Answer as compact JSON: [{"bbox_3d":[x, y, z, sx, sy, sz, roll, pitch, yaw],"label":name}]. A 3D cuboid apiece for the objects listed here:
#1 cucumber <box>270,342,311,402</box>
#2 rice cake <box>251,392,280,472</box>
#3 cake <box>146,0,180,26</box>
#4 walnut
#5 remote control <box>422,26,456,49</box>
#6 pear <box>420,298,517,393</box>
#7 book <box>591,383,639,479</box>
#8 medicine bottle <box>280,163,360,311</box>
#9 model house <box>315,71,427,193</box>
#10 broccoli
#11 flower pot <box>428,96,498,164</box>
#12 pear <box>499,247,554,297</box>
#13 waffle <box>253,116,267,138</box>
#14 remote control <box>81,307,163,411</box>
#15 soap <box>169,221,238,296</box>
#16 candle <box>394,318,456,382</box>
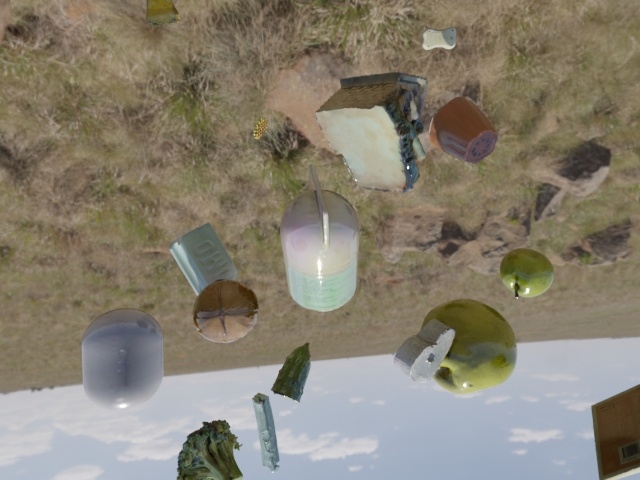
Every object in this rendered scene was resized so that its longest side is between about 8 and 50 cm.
[{"bbox_3d":[-0.100,0.533,1.732,0.134,0.245,0.134,20,156,9],"label":"cucumber"},{"bbox_3d":[-0.216,0.775,1.687,0.066,0.337,0.063,1,-164,39],"label":"rice cake"},{"bbox_3d":[-0.524,-0.743,1.306,0.116,0.185,0.079,-35,-168,-21],"label":"cake"},{"bbox_3d":[-0.240,0.177,1.072,0.167,0.168,0.207,-3,174,-9],"label":"walnut"},{"bbox_3d":[0.431,-0.733,1.527,0.122,0.075,0.032,-3,-157,-5],"label":"remote control"},{"bbox_3d":[0.452,0.316,1.291,0.293,0.295,0.294,-5,165,-1],"label":"pear"},{"bbox_3d":[0.713,0.438,0.974,0.170,0.018,0.241,-52,173,36],"label":"book"},{"bbox_3d":[0.000,0.000,1.255,0.235,0.236,0.407,-5,135,-1],"label":"medicine bottle"},{"bbox_3d":[0.292,-0.493,1.782,0.394,0.400,0.446,8,142,43],"label":"model house"},{"bbox_3d":[-0.382,0.778,1.486,0.243,0.247,0.262,25,-147,36],"label":"broccoli"},{"bbox_3d":[0.485,-0.354,1.397,0.190,0.173,0.191,-18,138,-17],"label":"flower pot"},{"bbox_3d":[0.720,0.127,1.498,0.216,0.180,0.166,-42,162,-26],"label":"pear"},{"bbox_3d":[-0.225,-0.419,1.574,0.016,0.085,0.078,23,165,13],"label":"waffle"},{"bbox_3d":[-0.587,0.359,1.258,0.220,0.333,0.103,-1,-164,-26],"label":"remote control"},{"bbox_3d":[-0.431,0.095,1.611,0.095,0.290,0.172,-22,-170,40],"label":"soap"},{"bbox_3d":[0.279,0.309,1.128,0.192,0.169,0.068,-25,-140,-32],"label":"candle"}]
